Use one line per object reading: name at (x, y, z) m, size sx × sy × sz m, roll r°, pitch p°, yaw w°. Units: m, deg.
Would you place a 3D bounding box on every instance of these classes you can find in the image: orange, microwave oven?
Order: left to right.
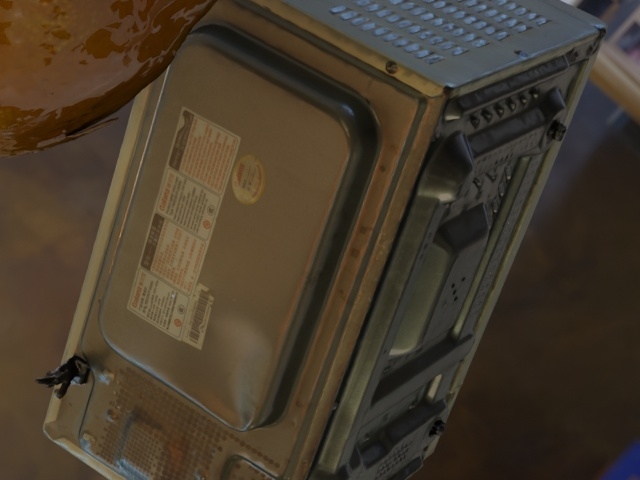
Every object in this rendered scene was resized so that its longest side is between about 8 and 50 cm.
orange at (-0.095, -0.097, 0.506) m, size 0.154 × 0.134 × 0.155 m, roll -159°, pitch 90°, yaw -76°
microwave oven at (0.000, 0.000, 0.744) m, size 0.194 × 0.145 × 0.241 m, roll -30°, pitch -35°, yaw -57°
